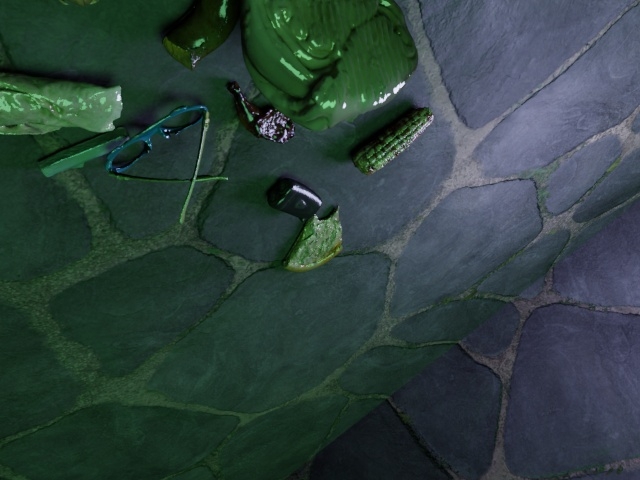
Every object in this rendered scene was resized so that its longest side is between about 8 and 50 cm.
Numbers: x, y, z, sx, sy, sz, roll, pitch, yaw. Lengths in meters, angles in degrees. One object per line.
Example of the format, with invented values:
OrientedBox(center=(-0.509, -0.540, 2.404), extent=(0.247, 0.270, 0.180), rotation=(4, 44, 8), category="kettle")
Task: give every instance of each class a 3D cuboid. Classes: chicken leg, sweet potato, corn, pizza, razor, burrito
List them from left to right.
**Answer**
OrientedBox(center=(-0.537, -0.228, 0.944), extent=(0.391, 0.076, 0.117), rotation=(-6, 138, -32), category="burrito")
OrientedBox(center=(-0.182, -0.421, 0.960), extent=(0.111, 0.085, 0.286), rotation=(5, 131, -34), category="sweet potato")
OrientedBox(center=(-0.128, -0.268, 1.221), extent=(0.205, 0.053, 0.093), rotation=(10, 105, -52), category="chicken leg")
OrientedBox(center=(-0.064, -0.106, 1.457), extent=(0.090, 0.054, 0.148), rotation=(-44, 144, 18), category="razor")
OrientedBox(center=(0.000, 0.000, 1.653), extent=(0.181, 0.034, 0.262), rotation=(-4, 137, -32), category="pizza")
OrientedBox(center=(0.187, -0.256, 1.447), extent=(0.237, 0.080, 0.079), rotation=(-39, 145, 2), category="corn")

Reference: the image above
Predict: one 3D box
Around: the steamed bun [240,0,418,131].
OrientedBox(center=(-0.009, -0.346, 1.022), extent=(0.324, 0.310, 0.219), rotation=(-49, -163, -32), category="steamed bun")

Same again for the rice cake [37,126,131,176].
OrientedBox(center=(-0.460, -0.172, 1.109), extent=(0.180, 0.030, 0.042), rotation=(-25, 151, -9), category="rice cake")

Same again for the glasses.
OrientedBox(center=(-0.302, -0.154, 1.160), extent=(0.239, 0.102, 0.207), rotation=(-30, 117, 0), category="glasses")

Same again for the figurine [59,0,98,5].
OrientedBox(center=(-0.338, -0.414, 0.834), extent=(0.156, 0.114, 0.126), rotation=(-28, 111, 5), category="figurine")
